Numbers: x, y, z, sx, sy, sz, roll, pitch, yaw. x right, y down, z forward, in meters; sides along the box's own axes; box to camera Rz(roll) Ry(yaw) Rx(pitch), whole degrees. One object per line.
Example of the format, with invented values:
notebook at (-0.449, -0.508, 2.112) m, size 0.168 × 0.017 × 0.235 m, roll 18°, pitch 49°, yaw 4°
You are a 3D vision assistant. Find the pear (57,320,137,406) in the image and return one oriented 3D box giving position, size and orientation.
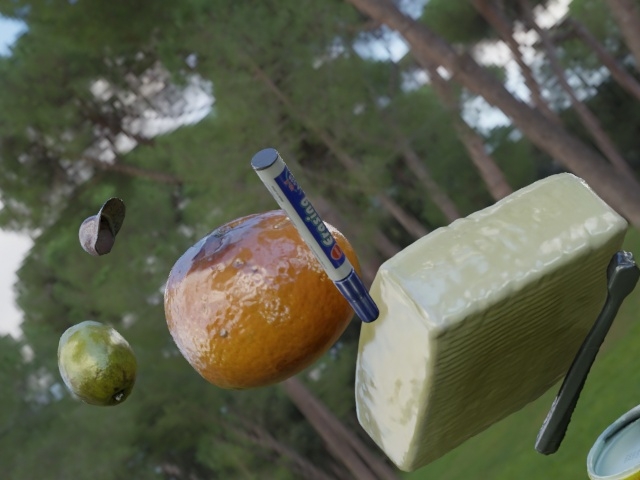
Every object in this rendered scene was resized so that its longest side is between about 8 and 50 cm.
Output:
pear at (-0.301, 0.169, 1.908) m, size 0.107 × 0.131 × 0.107 m, roll -23°, pitch -33°, yaw -16°

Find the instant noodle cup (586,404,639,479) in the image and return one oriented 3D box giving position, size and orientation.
instant noodle cup at (0.450, 0.317, 1.700) m, size 0.215 × 0.236 × 0.215 m, roll -38°, pitch 10°, yaw 8°

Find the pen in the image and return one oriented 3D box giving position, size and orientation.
pen at (0.000, 0.000, 1.219) m, size 0.025 × 0.204 × 0.025 m, roll -22°, pitch 37°, yaw 17°

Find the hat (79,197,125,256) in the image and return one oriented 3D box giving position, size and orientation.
hat at (-0.288, -0.022, 1.838) m, size 0.058 × 0.042 × 0.087 m, roll -39°, pitch -32°, yaw -52°

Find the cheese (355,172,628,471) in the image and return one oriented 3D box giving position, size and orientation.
cheese at (0.169, 0.083, 1.453) m, size 0.265 × 0.124 × 0.242 m, roll -25°, pitch -42°, yaw -29°

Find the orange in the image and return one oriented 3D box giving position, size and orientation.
orange at (-0.065, 0.057, 1.529) m, size 0.224 × 0.170 × 0.224 m, roll -34°, pitch 18°, yaw 13°

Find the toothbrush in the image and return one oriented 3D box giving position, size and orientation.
toothbrush at (0.272, 0.125, 1.461) m, size 0.030 × 0.030 × 0.297 m, roll -93°, pitch 12°, yaw -47°
